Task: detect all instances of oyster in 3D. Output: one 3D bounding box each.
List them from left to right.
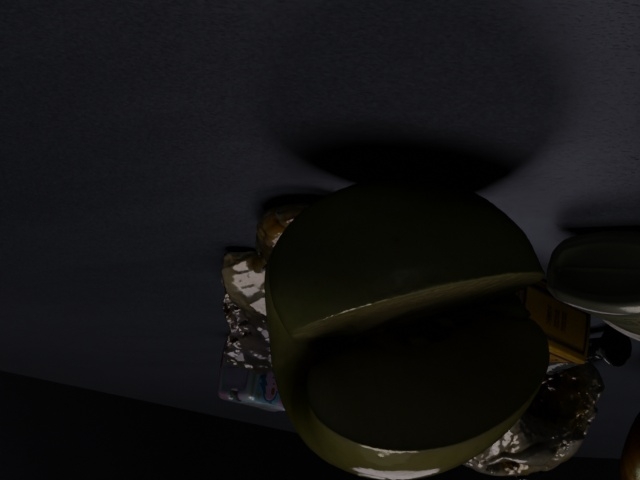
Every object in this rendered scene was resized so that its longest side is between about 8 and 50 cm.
[{"bbox_3d":[-0.071,0.105,1.845,0.166,0.110,0.341,4,155,-11],"label":"oyster"}]

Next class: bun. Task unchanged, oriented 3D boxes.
[{"bbox_3d":[0.310,0.286,2.223,0.281,0.205,0.281,8,169,2],"label":"bun"}]

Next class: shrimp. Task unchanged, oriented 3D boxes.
[{"bbox_3d":[0.000,0.000,1.508,0.150,0.051,0.217,2,164,-10],"label":"shrimp"}]

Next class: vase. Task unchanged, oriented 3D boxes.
[{"bbox_3d":[0.383,0.162,1.975,0.059,0.059,0.167,12,166,-22],"label":"vase"}]

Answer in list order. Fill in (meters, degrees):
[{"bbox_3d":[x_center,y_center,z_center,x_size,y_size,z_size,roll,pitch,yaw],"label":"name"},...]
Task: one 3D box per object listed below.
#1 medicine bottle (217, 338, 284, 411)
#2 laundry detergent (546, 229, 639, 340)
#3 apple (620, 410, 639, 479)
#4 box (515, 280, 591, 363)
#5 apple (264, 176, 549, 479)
[{"bbox_3d":[-0.090,0.248,2.454,0.094,0.119,0.188,-4,163,40],"label":"medicine bottle"},{"bbox_3d":[0.362,0.061,1.474,0.181,0.091,0.253,0,166,34],"label":"laundry detergent"},{"bbox_3d":[0.659,0.368,2.083,0.374,0.374,0.384,9,156,-7],"label":"apple"},{"bbox_3d":[0.175,0.104,1.774,0.301,0.084,0.193,-3,164,37],"label":"box"},{"bbox_3d":[0.080,0.080,1.290,0.254,0.292,0.292,-14,173,-18],"label":"apple"}]
